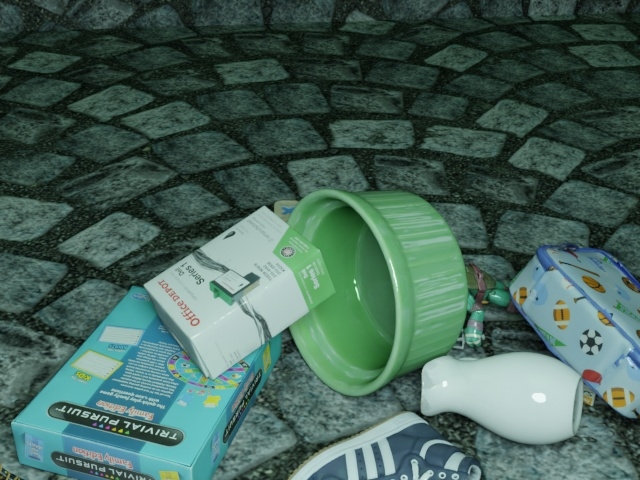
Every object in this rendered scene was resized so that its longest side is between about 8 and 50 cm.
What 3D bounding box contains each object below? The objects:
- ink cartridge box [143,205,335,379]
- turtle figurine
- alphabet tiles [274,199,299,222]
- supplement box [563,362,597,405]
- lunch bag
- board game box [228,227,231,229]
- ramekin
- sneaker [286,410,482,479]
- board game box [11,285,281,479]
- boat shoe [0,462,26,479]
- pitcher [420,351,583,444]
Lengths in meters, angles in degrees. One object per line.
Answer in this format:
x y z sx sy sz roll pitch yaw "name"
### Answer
-0.117 0.070 1.252 0.219 0.092 0.160 -34 42 -17 "ink cartridge box"
0.246 0.097 1.440 0.234 0.118 0.175 3 31 -9 "turtle figurine"
0.000 0.000 1.612 0.284 0.021 0.278 0 31 -5 "alphabet tiles"
0.403 0.201 1.342 0.062 0.036 0.098 20 35 24 "supplement box"
0.440 0.125 1.314 0.243 0.115 0.303 5 39 -39 "lunch bag"
-0.074 0.013 1.631 0.186 0.026 0.126 -3 32 -9 "board game box"
0.078 0.066 1.305 0.148 0.303 0.303 -10 32 -33 "ramekin"
0.079 0.314 1.075 0.282 0.099 0.153 -22 37 -39 "sneaker"
-0.229 0.206 1.251 0.254 0.079 0.336 10 32 14 "board game box"
-0.396 0.304 1.073 0.183 0.083 0.065 8 32 9 "boat shoe"
0.268 0.210 1.257 0.207 0.125 0.178 5 14 26 "pitcher"
